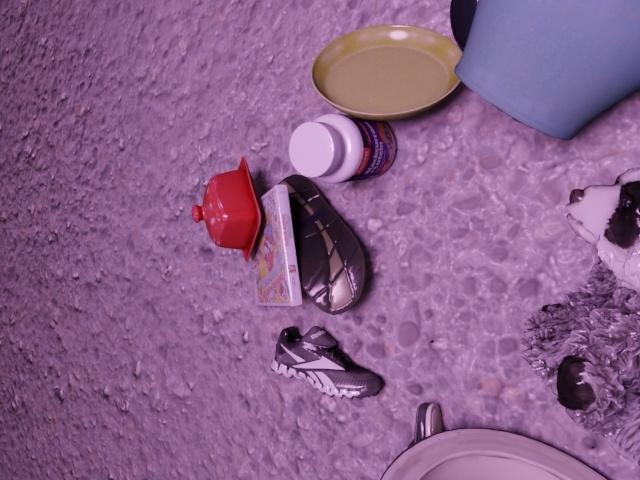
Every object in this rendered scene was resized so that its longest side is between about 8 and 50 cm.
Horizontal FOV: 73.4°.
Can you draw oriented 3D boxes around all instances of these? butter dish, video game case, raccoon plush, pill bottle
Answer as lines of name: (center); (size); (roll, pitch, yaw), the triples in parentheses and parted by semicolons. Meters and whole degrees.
butter dish: (-0.186, -0.055, 0.825); (0.160, 0.118, 0.160); (119, 139, -53)
video game case: (-0.097, 0.021, 0.818); (0.227, 0.026, 0.207); (162, 101, -65)
raccoon plush: (0.450, 0.098, 0.462); (0.446, 0.216, 0.299); (30, 113, -2)
pill bottle: (0.037, -0.149, 0.697); (0.108, 0.193, 0.108); (8, 106, 32)

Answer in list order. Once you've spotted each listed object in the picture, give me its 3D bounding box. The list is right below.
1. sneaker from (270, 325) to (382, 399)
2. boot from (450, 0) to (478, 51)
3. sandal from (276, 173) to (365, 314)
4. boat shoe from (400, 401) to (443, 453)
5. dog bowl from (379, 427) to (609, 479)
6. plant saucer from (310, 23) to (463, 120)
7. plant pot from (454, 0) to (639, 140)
sneaker: (0.005, 0.216, 0.793); (0.234, 0.078, 0.106); (8, 96, 34)
boot: (0.207, -0.410, 0.592); (0.094, 0.207, 0.247); (5, 93, 31)
sandal: (0.001, -0.002, 0.797); (0.120, 0.086, 0.303); (-27, 56, 4)
boat shoe: (0.155, 0.375, 0.698); (0.079, 0.084, 0.234); (7, 97, 31)
dog bowl: (0.231, 0.438, 0.486); (0.407, 0.407, 0.151); (27, 126, 29)
plant saucer: (0.105, -0.266, 0.689); (0.240, 0.037, 0.241); (-4, 54, 6)
plant pot: (0.308, -0.273, 0.511); (0.272, 0.271, 0.255); (45, 126, 23)
